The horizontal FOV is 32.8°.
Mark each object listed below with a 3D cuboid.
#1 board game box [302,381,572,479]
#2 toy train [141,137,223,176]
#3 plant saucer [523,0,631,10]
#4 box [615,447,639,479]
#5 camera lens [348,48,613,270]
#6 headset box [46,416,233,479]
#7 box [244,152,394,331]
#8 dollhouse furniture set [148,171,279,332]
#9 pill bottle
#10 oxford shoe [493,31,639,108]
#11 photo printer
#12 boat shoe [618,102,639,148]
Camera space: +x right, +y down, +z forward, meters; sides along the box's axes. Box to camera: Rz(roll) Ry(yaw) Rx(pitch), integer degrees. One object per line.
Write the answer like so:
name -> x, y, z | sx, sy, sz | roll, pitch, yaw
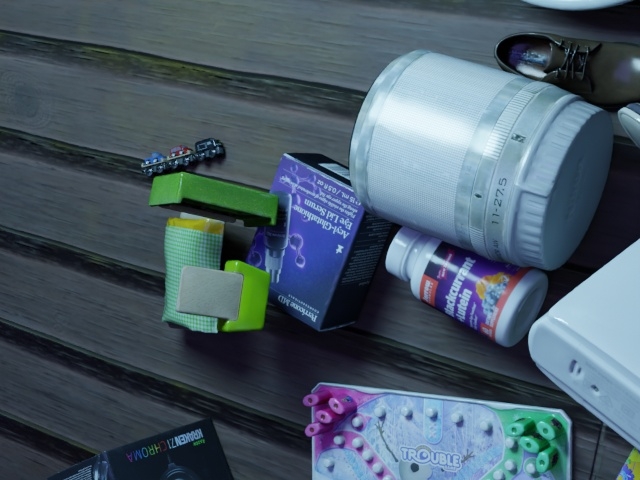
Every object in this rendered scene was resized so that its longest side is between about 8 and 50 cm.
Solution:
board game box -> 0.146, 0.408, 1.486 | 0.389, 0.050, 0.390 | 2, 95, 32
toy train -> -0.217, -0.130, 1.683 | 0.158, 0.027, 0.036 | -13, 83, 31
plant saucer -> 0.331, -0.469, 1.281 | 0.400, 0.100, 0.401 | 2, 94, 32
box -> 0.456, 0.357, 1.218 | 0.279, 0.177, 0.290 | 33, 110, 25
camera lens -> 0.189, -0.101, 1.324 | 0.274, 0.219, 0.220 | 21, 104, 28
headset box -> -0.231, 0.435, 1.603 | 0.131, 0.246, 0.283 | -27, 79, 30
box -> 0.000, 0.000, 1.512 | 0.153, 0.108, 0.207 | 27, 106, 27
dollhouse furniture set -> -0.202, 0.025, 1.530 | 0.301, 0.151, 0.198 | -2, 79, 59
pill bottle -> 0.185, 0.048, 1.402 | 0.193, 0.108, 0.108 | 28, 107, 27
oxford shoe -> 0.314, -0.207, 1.313 | 0.227, 0.096, 0.083 | 11, 97, 29
photo printer -> 0.416, 0.098, 1.163 | 0.256, 0.307, 0.107 | 40, 146, 31
boat shoe -> 0.444, -0.107, 1.268 | 0.206, 0.075, 0.065 | 39, 83, 24
